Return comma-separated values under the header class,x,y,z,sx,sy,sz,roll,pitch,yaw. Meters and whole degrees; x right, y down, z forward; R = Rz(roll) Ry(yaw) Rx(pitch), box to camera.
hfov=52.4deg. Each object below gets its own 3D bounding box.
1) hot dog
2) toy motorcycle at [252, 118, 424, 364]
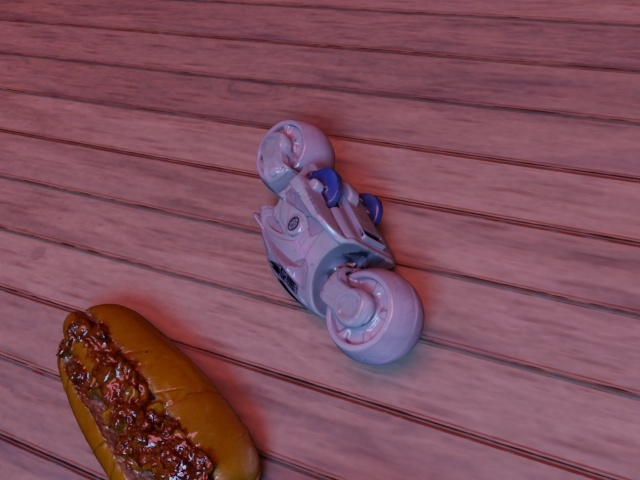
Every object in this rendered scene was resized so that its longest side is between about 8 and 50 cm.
class,x,y,z,sx,sy,sz,roll,pitch,yaw
hot dog,-0.135,0.131,0.507,0.102,0.076,0.249,-39,55,-14
toy motorcycle,0.000,0.000,0.549,0.112,0.112,0.254,-25,54,0
